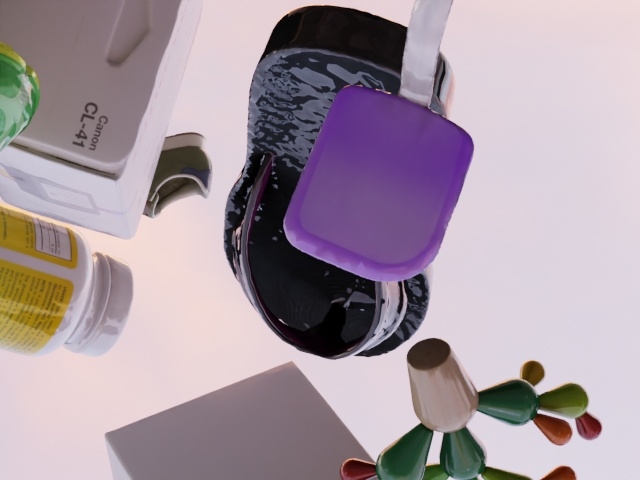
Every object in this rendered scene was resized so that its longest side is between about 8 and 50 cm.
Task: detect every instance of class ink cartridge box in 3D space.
[{"bbox_3d":[-0.178,-0.140,1.207,0.131,0.226,0.306,17,170,-2],"label":"ink cartridge box"}]

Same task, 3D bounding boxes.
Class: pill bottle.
[{"bbox_3d":[-0.423,0.047,1.999,0.334,0.188,0.188,20,-163,-33],"label":"pill bottle"}]

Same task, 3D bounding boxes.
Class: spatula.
[{"bbox_3d":[0.057,-0.114,0.739,0.084,0.296,0.030,24,-151,13],"label":"spatula"}]

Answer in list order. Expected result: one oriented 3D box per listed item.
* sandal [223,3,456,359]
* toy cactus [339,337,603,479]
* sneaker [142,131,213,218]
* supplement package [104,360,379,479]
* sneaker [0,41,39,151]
[{"bbox_3d":[-0.002,-0.001,1.097,0.168,0.445,0.107,14,-117,8],"label":"sandal"},{"bbox_3d":[0.105,0.141,1.165,0.219,0.180,0.112,-21,-142,0],"label":"toy cactus"},{"bbox_3d":[-0.219,-0.065,1.804,0.192,0.064,0.086,-15,-115,-7],"label":"sneaker"},{"bbox_3d":[-0.057,0.295,1.410,0.198,0.262,0.199,-20,-142,-20],"label":"supplement package"},{"bbox_3d":[-0.292,-0.019,0.961,0.295,0.109,0.123,-33,-128,13],"label":"sneaker"}]
